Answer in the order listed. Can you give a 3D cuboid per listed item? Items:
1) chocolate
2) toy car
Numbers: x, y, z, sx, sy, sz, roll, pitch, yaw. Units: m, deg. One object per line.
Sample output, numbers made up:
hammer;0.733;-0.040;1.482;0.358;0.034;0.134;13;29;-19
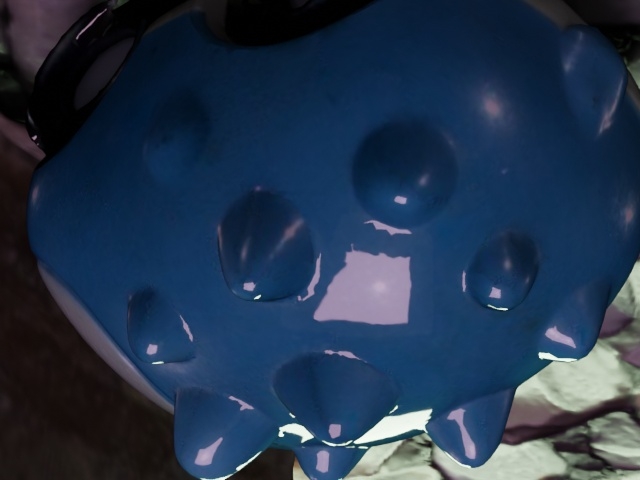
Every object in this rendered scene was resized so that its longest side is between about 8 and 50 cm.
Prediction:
chocolate;-0.128;0.062;0.788;0.100;0.185;0.303;-26;134;32
toy car;0.000;0.000;0.696;0.255;0.190;0.188;-18;133;38
